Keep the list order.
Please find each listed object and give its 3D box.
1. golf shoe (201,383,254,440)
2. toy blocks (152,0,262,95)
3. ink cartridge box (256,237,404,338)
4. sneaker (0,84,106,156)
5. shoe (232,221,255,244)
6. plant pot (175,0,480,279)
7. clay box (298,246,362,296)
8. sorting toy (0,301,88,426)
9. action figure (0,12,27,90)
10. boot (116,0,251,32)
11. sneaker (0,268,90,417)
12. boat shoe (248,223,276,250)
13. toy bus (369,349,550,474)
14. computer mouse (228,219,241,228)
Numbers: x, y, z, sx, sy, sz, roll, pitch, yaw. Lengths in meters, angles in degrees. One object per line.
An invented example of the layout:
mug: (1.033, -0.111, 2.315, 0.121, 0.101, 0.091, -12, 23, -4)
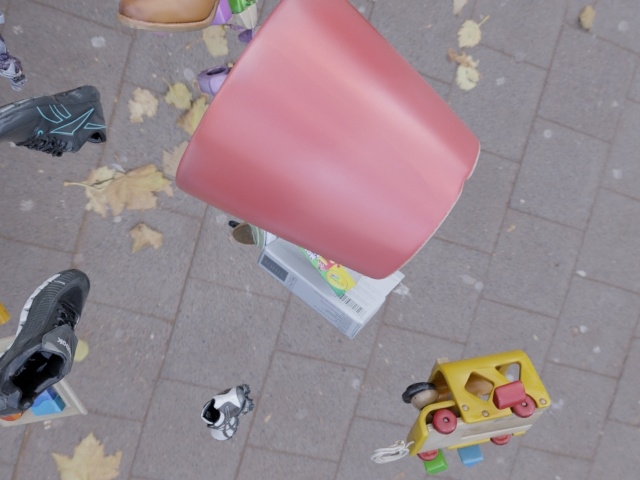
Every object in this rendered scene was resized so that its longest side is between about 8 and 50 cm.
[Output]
golf shoe: (-0.213, 0.363, 1.221, 0.094, 0.077, 0.198, -1, 138, -32)
toy blocks: (-0.273, -0.491, 1.249, 0.260, 0.288, 0.308, 0, 126, 19)
ink cartridge box: (0.030, 0.069, 1.347, 0.275, 0.239, 0.060, 37, 126, 13)
sneaker: (-0.452, -0.191, 0.976, 0.101, 0.267, 0.106, -7, 109, 25)
shoe: (-0.163, -0.041, 1.741, 0.219, 0.058, 0.076, -14, 110, 24)
plant pot: (0.018, -0.100, 0.639, 0.243, 0.275, 0.274, 35, 88, -7)
clay box: (0.000, 0.000, 1.207, 0.053, 0.127, 0.222, -39, 91, 20)
sorting toy: (-0.609, 0.241, 1.108, 0.229, 0.041, 0.307, -11, 119, 16)
action figure: (-0.951, -0.568, 1.716, 0.099, 0.185, 0.284, -37, 142, -27)
boot: (-0.158, -0.409, 0.764, 0.283, 0.220, 0.109, -32, 57, -30)
sneaker: (-0.354, 0.132, 0.760, 0.106, 0.234, 0.078, -4, 132, 26)
boat shoe: (-0.186, -0.106, 1.585, 0.094, 0.109, 0.302, -14, 112, -18)
toy bus: (0.171, 0.198, 0.721, 0.191, 0.104, 0.202, -35, 138, 22)
computer mouse: (-0.222, -0.109, 1.781, 0.106, 0.042, 0.192, 28, 115, 27)
